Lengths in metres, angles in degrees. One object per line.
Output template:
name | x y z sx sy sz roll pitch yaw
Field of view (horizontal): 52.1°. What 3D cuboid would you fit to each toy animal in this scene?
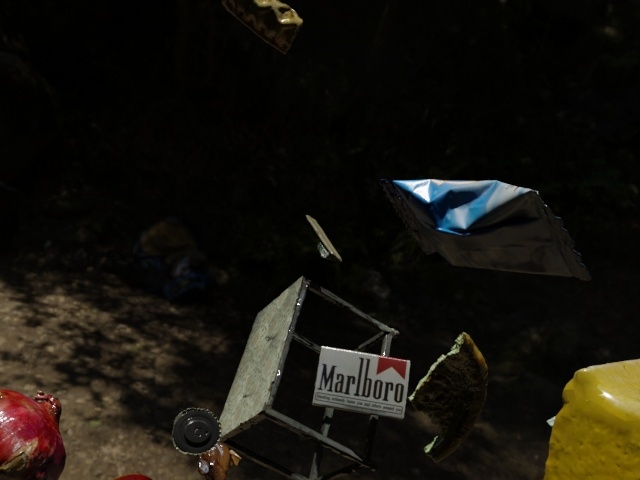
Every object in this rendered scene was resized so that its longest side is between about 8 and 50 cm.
toy animal | -0.296 0.564 1.749 0.188 0.089 0.179 68 9 26

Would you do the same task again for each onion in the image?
onion | -0.278 0.179 0.594 0.107 0.097 0.107 31 -26 17

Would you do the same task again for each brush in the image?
brush | 0.000 0.000 1.341 0.034 0.027 0.190 37 11 -30

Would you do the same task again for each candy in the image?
candy | 0.111 -0.008 0.456 0.136 0.038 0.088 10 -35 45

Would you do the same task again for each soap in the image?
soap | 0.372 0.275 0.687 0.335 0.293 0.156 3 2 -43

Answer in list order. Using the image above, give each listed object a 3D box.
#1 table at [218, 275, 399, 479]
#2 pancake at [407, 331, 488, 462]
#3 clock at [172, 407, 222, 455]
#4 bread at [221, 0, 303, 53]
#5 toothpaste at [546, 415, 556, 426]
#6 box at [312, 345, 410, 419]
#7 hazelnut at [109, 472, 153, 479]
table | -0.020 0.311 1.407 0.272 0.222 0.335 32 47 -16
pancake | 0.305 0.373 1.546 0.197 0.376 0.054 -5 25 -8
clock | -0.198 0.308 1.056 0.083 0.074 0.010 14 -14 -26
bread | -0.148 -0.544 1.568 0.232 0.088 0.128 43 -23 5
toothpaste | 0.452 0.252 1.033 0.029 0.197 0.048 65 6 9
box | 0.079 0.275 1.264 0.177 0.115 0.036 9 -23 5
hazelnut | -0.453 0.669 1.535 0.229 0.229 0.229 18 11 -4
